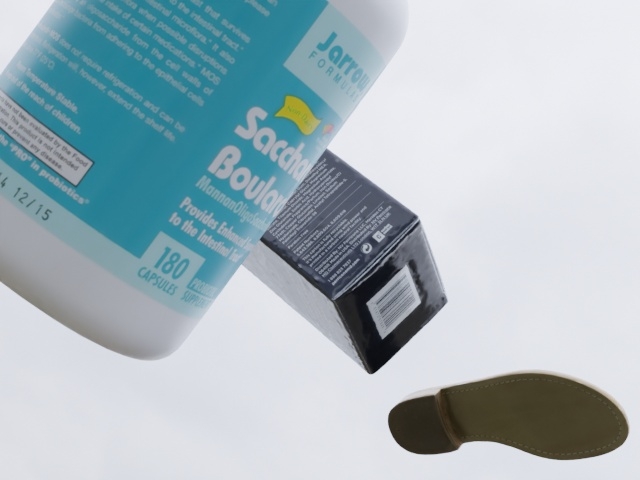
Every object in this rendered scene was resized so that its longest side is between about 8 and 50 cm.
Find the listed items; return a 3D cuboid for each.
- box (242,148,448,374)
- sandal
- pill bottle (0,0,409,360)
[{"bbox_3d":[0.000,0.000,1.140,0.207,0.108,0.153,40,-14,32],"label":"box"},{"bbox_3d":[0.181,0.150,1.154,0.240,0.079,0.088,-10,-76,34],"label":"sandal"},{"bbox_3d":[-0.057,-0.085,0.592,0.146,0.264,0.146,36,1,-1],"label":"pill bottle"}]
